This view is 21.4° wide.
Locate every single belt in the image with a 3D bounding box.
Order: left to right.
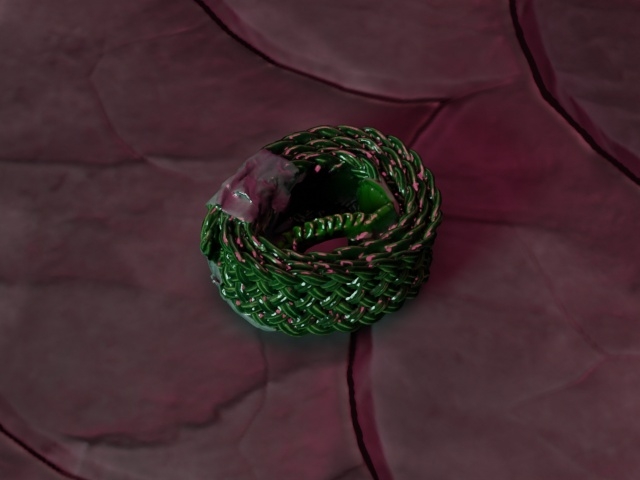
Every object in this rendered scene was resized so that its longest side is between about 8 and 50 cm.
[{"bbox_3d":[0.000,0.000,1.039,0.151,0.079,0.121,-21,56,-25],"label":"belt"}]
